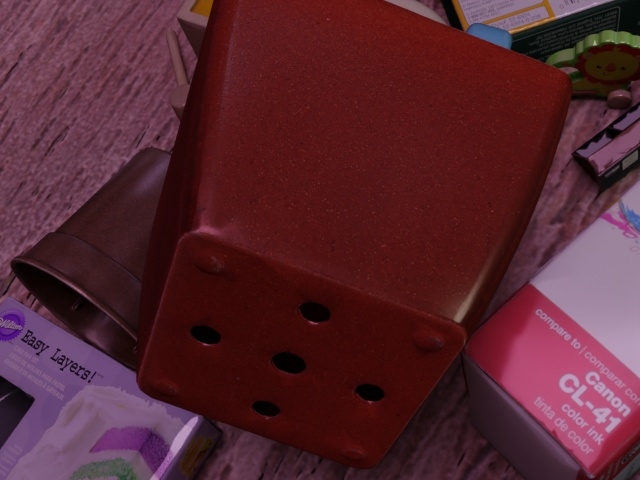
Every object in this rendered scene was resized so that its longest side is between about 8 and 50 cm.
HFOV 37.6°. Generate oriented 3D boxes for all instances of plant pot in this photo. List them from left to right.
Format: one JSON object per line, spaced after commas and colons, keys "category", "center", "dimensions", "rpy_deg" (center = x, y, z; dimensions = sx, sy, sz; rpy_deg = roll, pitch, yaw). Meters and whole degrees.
{"category": "plant pot", "center": [-0.173, 0.012, 0.891], "dimensions": [0.167, 0.167, 0.165], "rpy_deg": [25, 64, 23]}
{"category": "plant pot", "center": [0.000, 0.000, 0.677], "dimensions": [0.267, 0.267, 0.235], "rpy_deg": [21, 45, -4]}

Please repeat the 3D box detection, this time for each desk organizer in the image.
{"category": "desk organizer", "center": [0.299, -0.109, 0.878], "dimensions": [0.130, 0.047, 0.050], "rpy_deg": [-38, 65, 6]}

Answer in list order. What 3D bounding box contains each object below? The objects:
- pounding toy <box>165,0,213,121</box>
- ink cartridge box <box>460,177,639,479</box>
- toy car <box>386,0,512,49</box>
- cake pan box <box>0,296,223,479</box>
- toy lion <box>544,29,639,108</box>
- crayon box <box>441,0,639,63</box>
{"category": "pounding toy", "center": [-0.106, -0.230, 1.023], "dimensions": [0.181, 0.094, 0.206], "rpy_deg": [22, 71, 22]}
{"category": "ink cartridge box", "center": [0.261, 0.057, 0.720], "dimensions": [0.306, 0.226, 0.131], "rpy_deg": [-40, 63, -7]}
{"category": "toy car", "center": [0.036, -0.089, 0.874], "dimensions": [0.219, 0.210, 0.238], "rpy_deg": [16, 81, 8]}
{"category": "cake pan box", "center": [-0.262, 0.208, 0.860], "dimensions": [0.267, 0.070, 0.245], "rpy_deg": [27, 71, 24]}
{"category": "toy lion", "center": [0.264, -0.166, 0.902], "dimensions": [0.100, 0.096, 0.034], "rpy_deg": [2, 65, 15]}
{"category": "crayon box", "center": [0.212, -0.334, 1.006], "dimensions": [0.203, 0.083, 0.323], "rpy_deg": [-18, 62, 4]}
